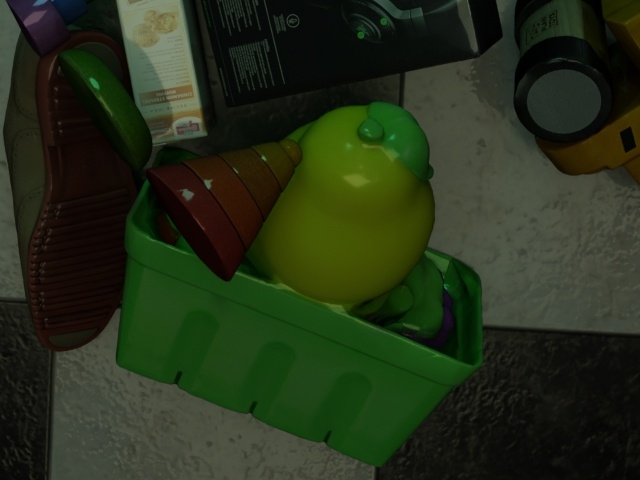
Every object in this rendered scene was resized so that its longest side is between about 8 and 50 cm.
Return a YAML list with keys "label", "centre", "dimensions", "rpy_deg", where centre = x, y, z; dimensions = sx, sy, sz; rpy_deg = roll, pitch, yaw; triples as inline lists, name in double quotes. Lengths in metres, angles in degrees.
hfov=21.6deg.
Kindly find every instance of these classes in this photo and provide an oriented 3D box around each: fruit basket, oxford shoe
- label: "fruit basket"
  centre: [0.000, 0.000, 1.635]
  dimensions: [0.392, 0.283, 0.392]
  rpy_deg: [2, 113, 4]
- label: "oxford shoe"
  centre: [-0.262, -0.059, 1.723]
  dimensions: [0.123, 0.130, 0.348]
  rpy_deg: [-7, 115, -36]

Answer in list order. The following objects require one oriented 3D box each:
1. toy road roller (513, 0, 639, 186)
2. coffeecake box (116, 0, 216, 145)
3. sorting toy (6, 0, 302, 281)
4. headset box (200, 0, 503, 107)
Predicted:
- label: "toy road roller"
  centre: [0.354, -0.180, 1.646]
  dimensions: [0.329, 0.202, 0.240]
  rpy_deg: [-32, 115, 24]
- label: "coffeecake box"
  centre: [-0.155, -0.195, 1.674]
  dimensions: [0.068, 0.142, 0.185]
  rpy_deg: [-10, 99, 2]
- label: "sorting toy"
  centre: [-0.141, -0.130, 1.511]
  dimensions: [0.126, 0.127, 0.365]
  rpy_deg: [-35, 63, -10]
- label: "headset box"
  centre: [0.027, -0.281, 1.629]
  dimensions: [0.283, 0.131, 0.246]
  rpy_deg: [-11, 101, 19]
